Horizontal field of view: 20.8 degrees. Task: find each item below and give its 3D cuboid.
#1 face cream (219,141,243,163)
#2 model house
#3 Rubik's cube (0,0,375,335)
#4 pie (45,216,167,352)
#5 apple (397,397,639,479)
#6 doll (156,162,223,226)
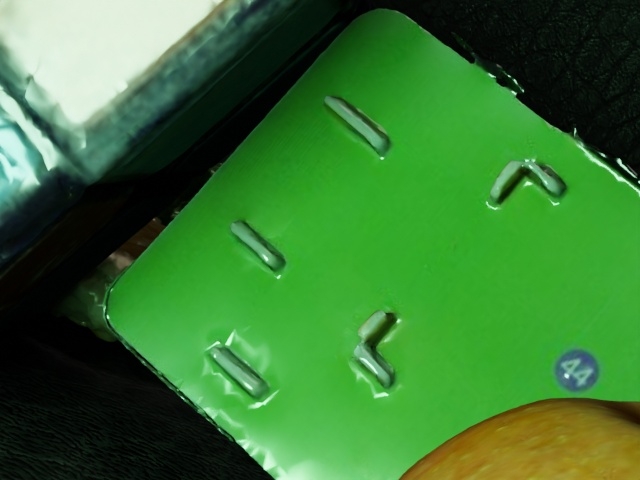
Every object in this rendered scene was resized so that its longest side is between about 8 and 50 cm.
[{"bbox_3d":[0.000,0.000,1.462,0.153,0.177,0.177,19,9,-44],"label":"face cream"},{"bbox_3d":[0.089,0.090,0.990,0.357,0.242,0.313,38,-10,20],"label":"model house"},{"bbox_3d":[-0.187,-0.146,0.918,0.313,0.318,0.316,50,7,1],"label":"Rubik's cube"},{"bbox_3d":[-0.162,0.010,1.217,0.306,0.071,0.306,25,3,-2],"label":"pie"},{"bbox_3d":[0.110,0.151,0.502,0.251,0.206,0.272,24,7,23],"label":"apple"},{"bbox_3d":[-0.136,-0.031,1.458,0.190,0.115,0.050,-16,-49,46],"label":"doll"}]
